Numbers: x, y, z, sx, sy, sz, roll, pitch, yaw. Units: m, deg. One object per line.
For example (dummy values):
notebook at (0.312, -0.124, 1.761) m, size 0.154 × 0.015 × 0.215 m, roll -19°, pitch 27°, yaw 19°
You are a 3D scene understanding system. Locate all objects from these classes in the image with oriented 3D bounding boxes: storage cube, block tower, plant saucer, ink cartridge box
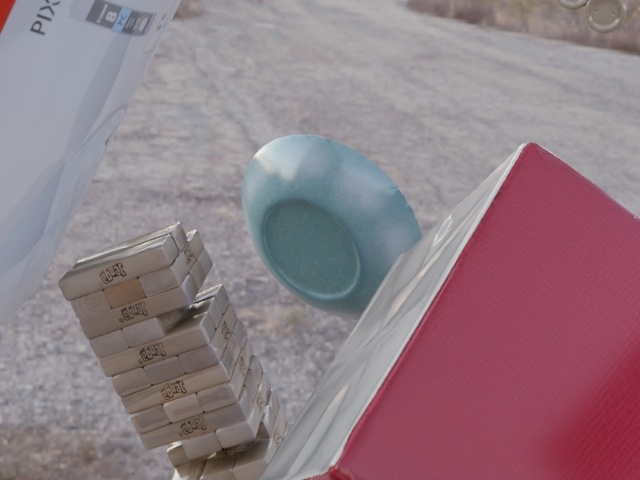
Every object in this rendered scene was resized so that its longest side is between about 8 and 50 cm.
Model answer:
storage cube at (0.102, 0.104, 0.526) m, size 0.193 × 0.215 × 0.184 m, roll 36°, pitch -24°, yaw -2°
block tower at (-0.084, 0.151, 0.852) m, size 0.097 × 0.335 × 0.091 m, roll -19°, pitch 16°, yaw 13°
plant saucer at (0.000, 0.000, 0.943) m, size 0.195 × 0.195 × 0.037 m, roll 13°, pitch 37°, yaw 29°
ink cartridge box at (-0.199, -0.060, 0.652) m, size 0.091 × 0.308 × 0.385 m, roll 28°, pitch 13°, yaw -7°

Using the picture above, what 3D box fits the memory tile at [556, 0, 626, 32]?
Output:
memory tile at (0.238, -0.270, 0.956) m, size 0.148 × 0.113 × 0.012 m, roll 39°, pitch 24°, yaw 9°
